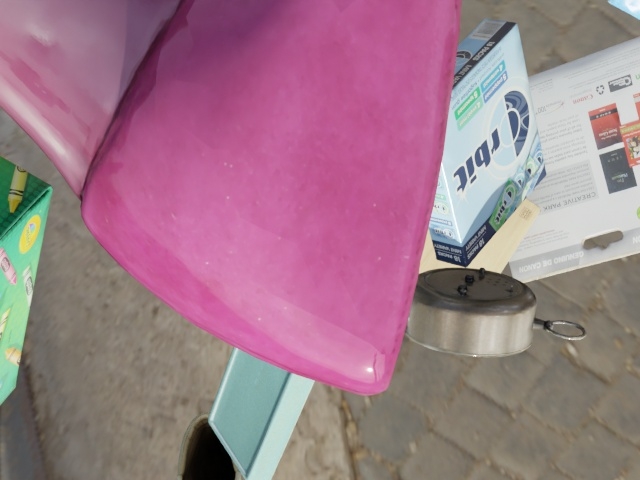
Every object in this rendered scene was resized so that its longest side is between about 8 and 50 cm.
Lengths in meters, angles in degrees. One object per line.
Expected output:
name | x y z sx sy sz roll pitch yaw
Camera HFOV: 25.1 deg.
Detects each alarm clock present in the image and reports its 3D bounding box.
alarm clock | 0.166 0.070 1.409 0.192 0.129 0.064 12 108 15

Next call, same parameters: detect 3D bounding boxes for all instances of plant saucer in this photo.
plant saucer | -0.034 0.083 0.911 0.018 0.192 0.067 -18 58 -31

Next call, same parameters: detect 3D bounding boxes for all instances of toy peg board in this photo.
toy peg board | 0.178 -0.023 1.919 0.161 0.079 0.161 30 94 -28

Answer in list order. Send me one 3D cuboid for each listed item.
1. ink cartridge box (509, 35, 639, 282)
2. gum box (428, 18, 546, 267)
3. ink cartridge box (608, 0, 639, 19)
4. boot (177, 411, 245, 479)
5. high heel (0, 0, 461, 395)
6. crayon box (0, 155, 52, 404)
ink cartridge box | 0.384 -0.106 1.936 0.309 0.130 0.271 -17 82 39
gum box | 0.150 -0.094 1.387 0.157 0.041 0.184 -47 135 -33
ink cartridge box | 0.327 -0.292 1.229 0.082 0.139 0.190 26 130 -20
boot | -0.108 0.297 1.493 0.077 0.165 0.213 -5 68 -3
high heel | 0.059 -0.141 0.437 0.181 0.127 0.377 41 88 4
crayon box | -0.313 0.027 1.115 0.165 0.081 0.278 29 138 6
